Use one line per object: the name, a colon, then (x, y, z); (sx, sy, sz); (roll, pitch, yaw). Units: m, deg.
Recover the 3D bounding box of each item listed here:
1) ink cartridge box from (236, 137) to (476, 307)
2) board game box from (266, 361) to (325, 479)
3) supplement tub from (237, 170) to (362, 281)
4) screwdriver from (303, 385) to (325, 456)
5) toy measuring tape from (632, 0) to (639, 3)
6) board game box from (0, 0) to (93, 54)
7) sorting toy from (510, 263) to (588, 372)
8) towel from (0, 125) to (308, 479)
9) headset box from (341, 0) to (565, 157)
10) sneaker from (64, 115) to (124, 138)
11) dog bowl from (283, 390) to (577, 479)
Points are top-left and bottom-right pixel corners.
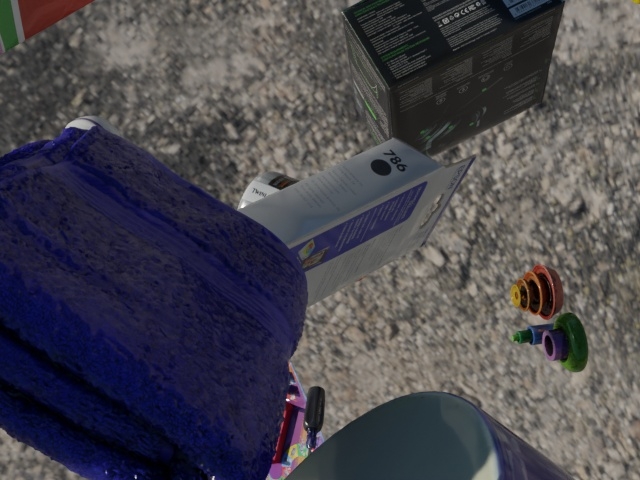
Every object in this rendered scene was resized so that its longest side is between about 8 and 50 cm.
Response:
ink cartridge box: (0.000, 0.000, 1.010); (0.332, 0.165, 0.065); (-25, 64, -34)
board game box: (-0.072, 0.238, 1.303); (0.133, 0.033, 0.169); (-36, 66, 28)
supplement tub: (-0.014, -0.017, 1.423); (0.190, 0.117, 0.117); (22, 79, 27)
screwdriver: (-0.011, 0.236, 1.080); (0.024, 0.025, 0.170); (-7, 59, 22)
toy measuring tape: (0.252, -0.216, 0.684); (0.121, 0.121, 0.330); (-34, 50, 7)
board game box: (-0.262, -0.263, 0.732); (0.064, 0.242, 0.316); (11, 39, 30)
sorting toy: (0.189, 0.070, 0.863); (0.042, 0.061, 0.102); (-7, 55, -12)
towel: (-0.109, 0.019, 0.579); (0.227, 0.308, 0.076); (29, 106, -5)
headset box: (0.174, -0.236, 1.352); (0.246, 0.283, 0.131); (-27, 69, -3)
sneaker: (-0.273, 0.005, 1.107); (0.102, 0.161, 0.282); (-2, 96, 31)
dog bowl: (0.023, 0.203, 0.456); (0.104, 0.265, 0.265); (39, 86, -13)
